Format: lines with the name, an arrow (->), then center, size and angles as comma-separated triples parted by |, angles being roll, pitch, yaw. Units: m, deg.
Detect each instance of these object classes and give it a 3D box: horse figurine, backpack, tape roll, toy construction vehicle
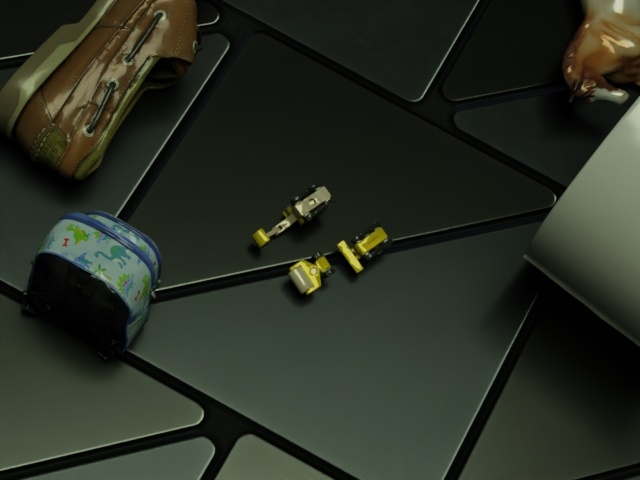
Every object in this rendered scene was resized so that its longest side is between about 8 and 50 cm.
horse figurine -> 0.303, -0.226, 1.787 | 0.174, 0.066, 0.263 | 8, 64, -15
backpack -> -0.182, 0.026, 1.525 | 0.105, 0.114, 0.084 | 30, 62, 4
tape roll -> 0.315, -0.032, 1.590 | 0.169, 0.246, 0.246 | 38, 62, 8
toy construction vehicle -> 0.000, 0.000, 1.628 | 0.098, 0.035, 0.086 | -37, 87, -23

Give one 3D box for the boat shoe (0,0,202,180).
boat shoe -> -0.155, -0.178, 1.648 | 0.104, 0.111, 0.307 | 38, 72, 4
